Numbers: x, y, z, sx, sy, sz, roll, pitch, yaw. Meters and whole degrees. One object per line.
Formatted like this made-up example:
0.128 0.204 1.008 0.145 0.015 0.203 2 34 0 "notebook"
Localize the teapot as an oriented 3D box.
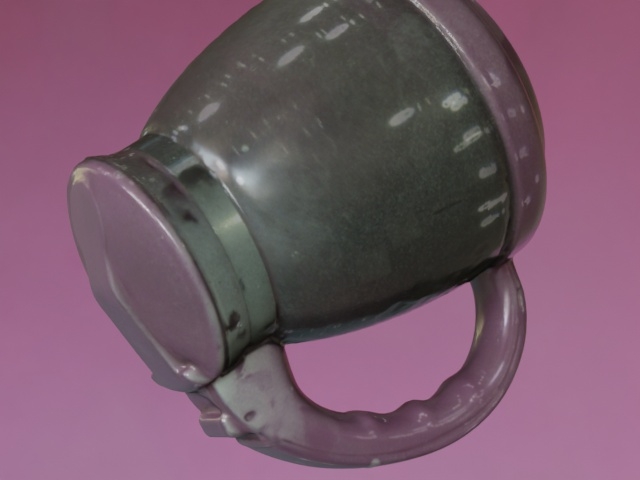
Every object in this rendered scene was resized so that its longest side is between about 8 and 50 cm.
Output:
-0.006 -0.005 0.577 0.146 0.148 0.116 -32 38 -24 "teapot"
